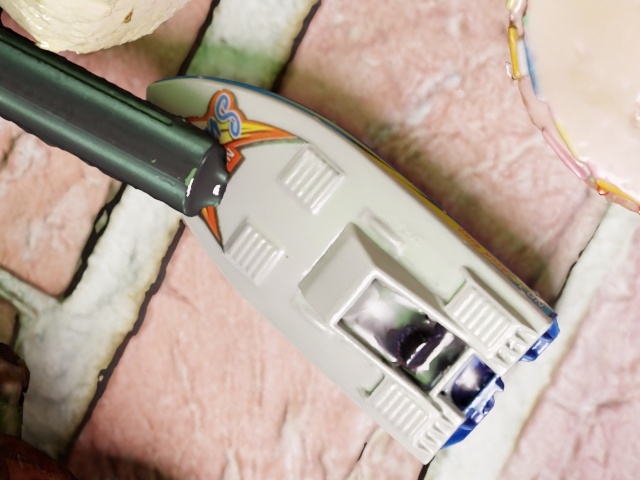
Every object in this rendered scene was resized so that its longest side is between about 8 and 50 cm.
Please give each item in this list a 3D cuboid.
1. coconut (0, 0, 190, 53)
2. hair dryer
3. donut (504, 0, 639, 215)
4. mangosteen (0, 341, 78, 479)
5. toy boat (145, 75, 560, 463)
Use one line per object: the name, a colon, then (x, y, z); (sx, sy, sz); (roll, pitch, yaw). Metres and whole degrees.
coconut: (-0.139, -0.251, 0.950); (0.233, 0.233, 0.245); (-43, 82, 20)
hair dryer: (-0.204, -0.056, 1.049); (0.302, 0.116, 0.244); (28, 111, 18)
donut: (0.211, -0.113, 0.945); (0.199, 0.085, 0.232); (-31, 92, 19)
mangosteen: (-0.270, 0.296, 1.050); (0.381, 0.421, 0.381); (22, 147, 15)
toy boat: (0.000, 0.000, 1.029); (0.295, 0.088, 0.129); (42, 110, 8)
